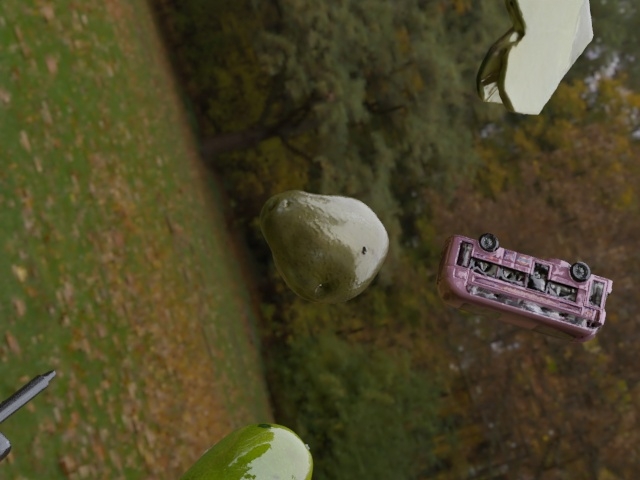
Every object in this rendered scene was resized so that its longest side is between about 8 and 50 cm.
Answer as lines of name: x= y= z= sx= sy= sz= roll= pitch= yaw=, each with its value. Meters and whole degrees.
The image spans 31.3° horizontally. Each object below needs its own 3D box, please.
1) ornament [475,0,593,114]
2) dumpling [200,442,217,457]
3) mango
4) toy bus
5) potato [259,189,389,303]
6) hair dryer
ornament: x=0.271 y=-0.254 z=1.357 sx=0.059 sy=0.180 sz=0.201 roll=31 pitch=-63 yaw=42
dumpling: x=-0.150 y=0.462 z=2.182 sx=0.179 sy=0.252 sz=0.131 roll=-89 pitch=165 yaw=-46
mango: x=-0.133 y=0.362 z=1.619 sx=0.143 sy=0.293 sz=0.175 roll=52 pitch=-37 yaw=12
toy bus: x=0.237 y=0.056 z=1.342 sx=0.063 sy=0.203 sz=0.090 roll=112 pitch=-7 yaw=-71
potato: x=0.000 y=0.000 z=1.566 sx=0.194 sy=0.157 sz=0.157 roll=36 pitch=20 yaw=-32
hair dryer: x=-0.618 y=0.349 z=2.305 sx=0.114 sy=0.248 sz=0.070 roll=44 pitch=-44 yaw=8
